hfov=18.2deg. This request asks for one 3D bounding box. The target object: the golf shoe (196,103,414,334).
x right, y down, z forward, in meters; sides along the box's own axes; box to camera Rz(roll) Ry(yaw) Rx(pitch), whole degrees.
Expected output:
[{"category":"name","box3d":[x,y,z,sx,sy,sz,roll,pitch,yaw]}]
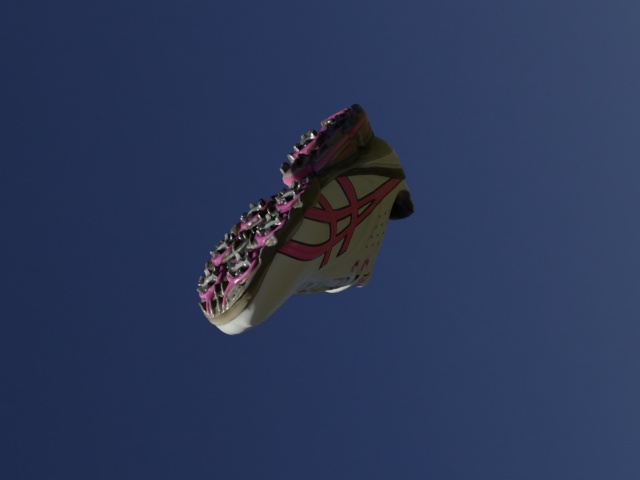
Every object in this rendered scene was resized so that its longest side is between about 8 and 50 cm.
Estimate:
[{"category":"golf shoe","box3d":[0.000,0.000,1.144,0.086,0.067,0.186,52,-134,-14]}]
